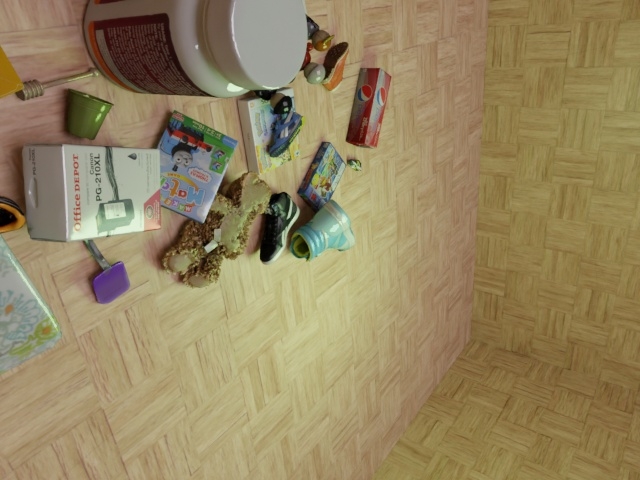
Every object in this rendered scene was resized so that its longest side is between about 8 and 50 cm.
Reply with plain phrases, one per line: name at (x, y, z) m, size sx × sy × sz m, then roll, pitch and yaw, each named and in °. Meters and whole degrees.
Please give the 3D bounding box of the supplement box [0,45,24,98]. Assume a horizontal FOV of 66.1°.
supplement box at (-0.554, -0.273, 0.666) m, size 0.129 × 0.194 × 0.191 m, roll -46°, pitch 136°, yaw -36°

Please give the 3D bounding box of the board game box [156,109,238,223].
board game box at (-0.302, -0.166, 1.125) m, size 0.160 × 0.039 × 0.211 m, roll 24°, pitch 81°, yaw -19°

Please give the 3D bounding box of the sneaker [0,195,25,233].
sneaker at (-0.592, -0.042, 0.794) m, size 0.215 × 0.083 × 0.084 m, roll -12°, pitch 113°, yaw -51°

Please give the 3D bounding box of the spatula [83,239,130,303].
spatula at (-0.474, 0.011, 1.022) m, size 0.084 × 0.030 × 0.296 m, roll -44°, pitch 134°, yaw -40°

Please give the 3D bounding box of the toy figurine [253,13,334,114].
toy figurine at (-0.077, -0.444, 1.228) m, size 0.213 × 0.148 × 0.209 m, roll -45°, pitch 179°, yaw -19°

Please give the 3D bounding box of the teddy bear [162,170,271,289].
teddy bear at (-0.266, -0.033, 1.256) m, size 0.245 × 0.113 × 0.338 m, roll 26°, pitch 87°, yaw -46°

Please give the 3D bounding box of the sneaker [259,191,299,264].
sneaker at (-0.147, -0.047, 1.433) m, size 0.121 × 0.079 × 0.217 m, roll 52°, pitch 51°, yaw -45°

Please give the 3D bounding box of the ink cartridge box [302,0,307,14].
ink cartridge box at (-0.143, -0.601, 1.224) m, size 0.218 × 0.092 × 0.158 m, roll -46°, pitch 136°, yaw -38°

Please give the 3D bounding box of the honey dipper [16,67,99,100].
honey dipper at (-0.481, -0.294, 0.912) m, size 0.161 × 0.030 × 0.030 m, roll -40°, pitch 132°, yaw -45°

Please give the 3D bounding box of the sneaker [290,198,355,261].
sneaker at (0.000, 0.000, 1.633) m, size 0.208 × 0.127 × 0.319 m, roll -40°, pitch 157°, yaw -6°

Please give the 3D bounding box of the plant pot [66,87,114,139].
plant pot at (-0.448, -0.237, 0.940) m, size 0.083 × 0.083 × 0.079 m, roll 6°, pitch 108°, yaw -55°

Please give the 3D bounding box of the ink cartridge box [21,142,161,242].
ink cartridge box at (-0.425, -0.095, 0.944) m, size 0.237 × 0.100 × 0.172 m, roll -18°, pitch 111°, yaw -65°

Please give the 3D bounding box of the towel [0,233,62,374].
towel at (-0.622, 0.099, 0.738) m, size 0.320 × 0.090 × 0.374 m, roll -32°, pitch 131°, yaw -27°

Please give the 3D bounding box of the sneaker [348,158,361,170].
sneaker at (0.123, -0.278, 1.770) m, size 0.083 × 0.031 × 0.035 m, roll 30°, pitch 63°, yaw -59°

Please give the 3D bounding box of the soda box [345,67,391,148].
soda box at (0.169, -0.460, 1.719) m, size 0.092 × 0.083 × 0.263 m, roll 6°, pitch 96°, yaw -55°

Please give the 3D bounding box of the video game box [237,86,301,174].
video game box at (-0.137, -0.308, 1.374) m, size 0.187 × 0.048 × 0.205 m, roll -33°, pitch 127°, yaw -42°

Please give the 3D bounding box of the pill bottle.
pill bottle at (-0.232, -0.381, 0.909) m, size 0.224 × 0.392 × 0.224 m, roll -24°, pitch 121°, yaw -49°

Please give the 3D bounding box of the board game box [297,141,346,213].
board game box at (0.008, -0.205, 1.624) m, size 0.136 × 0.035 × 0.201 m, roll 46°, pitch 64°, yaw -51°

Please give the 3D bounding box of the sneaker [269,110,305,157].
sneaker at (-0.102, -0.292, 1.347) m, size 0.144 × 0.059 × 0.053 m, roll -54°, pitch 174°, yaw -3°

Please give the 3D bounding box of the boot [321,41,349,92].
boot at (0.050, -0.546, 1.551) m, size 0.158 × 0.059 × 0.084 m, roll -61°, pitch 147°, yaw -6°
